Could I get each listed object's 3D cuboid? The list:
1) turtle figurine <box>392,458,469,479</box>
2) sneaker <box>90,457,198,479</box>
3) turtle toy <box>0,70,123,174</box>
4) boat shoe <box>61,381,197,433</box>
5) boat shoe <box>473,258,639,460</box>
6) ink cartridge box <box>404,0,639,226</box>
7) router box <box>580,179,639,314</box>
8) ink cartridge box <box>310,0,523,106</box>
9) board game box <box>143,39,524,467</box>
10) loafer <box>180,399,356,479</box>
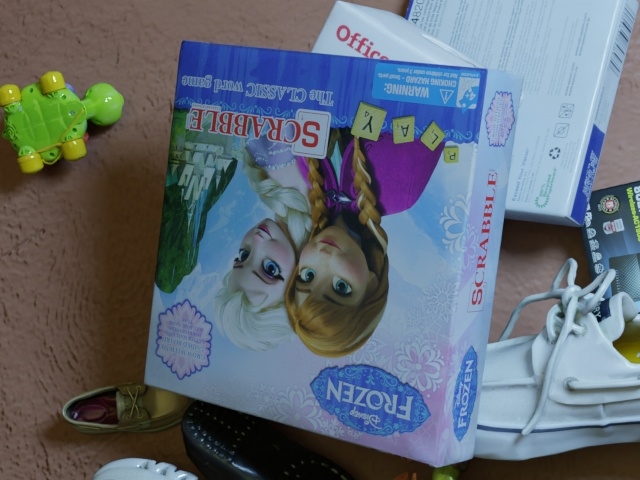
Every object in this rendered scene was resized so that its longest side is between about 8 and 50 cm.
[{"bbox_3d":[0.139,0.239,1.214,0.217,0.087,0.269,4,61,8],"label":"turtle figurine"},{"bbox_3d":[-0.113,0.302,1.258,0.292,0.118,0.110,35,124,24],"label":"sneaker"},{"bbox_3d":[-0.265,-0.126,1.451,0.130,0.066,0.095,-15,96,11],"label":"turtle toy"},{"bbox_3d":[-0.185,0.162,1.367,0.135,0.045,0.050,-14,73,14],"label":"boat shoe"},{"bbox_3d":[0.231,0.087,1.172,0.367,0.136,0.156,-1,118,16],"label":"boat shoe"},{"bbox_3d":[0.163,-0.132,1.319,0.224,0.045,0.223,10,80,35],"label":"ink cartridge box"},{"bbox_3d":[0.284,0.009,1.260,0.092,0.038,0.122,-14,73,14],"label":"router box"},{"bbox_3d":[0.047,-0.072,1.276,0.172,0.100,0.237,36,109,29],"label":"ink cartridge box"},{"bbox_3d":[0.000,0.000,1.205,0.319,0.066,0.318,10,96,35],"label":"board game box"},{"bbox_3d":[-0.036,0.228,1.297,0.220,0.078,0.080,40,57,12],"label":"loafer"}]
